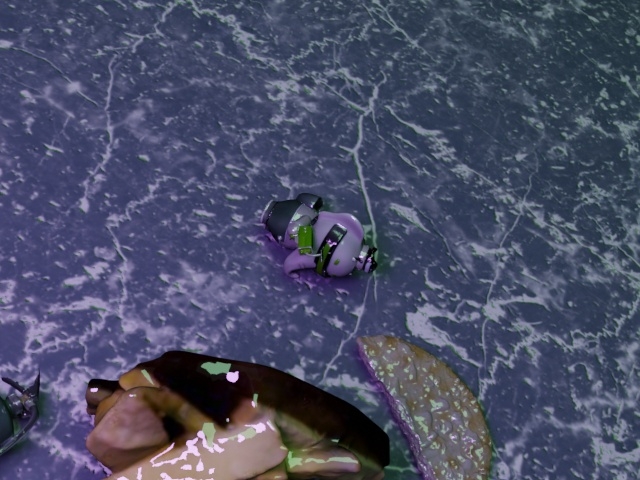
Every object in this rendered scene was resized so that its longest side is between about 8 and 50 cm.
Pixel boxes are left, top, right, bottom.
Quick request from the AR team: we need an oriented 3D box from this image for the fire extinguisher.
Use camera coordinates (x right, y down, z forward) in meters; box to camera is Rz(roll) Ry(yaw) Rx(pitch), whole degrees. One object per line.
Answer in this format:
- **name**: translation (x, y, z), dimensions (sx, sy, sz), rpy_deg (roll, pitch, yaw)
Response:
- **fire extinguisher**: translation (-0.452, 0.243, 1.139), dimensions (0.294, 0.093, 0.118), rpy_deg (-26, 43, -34)

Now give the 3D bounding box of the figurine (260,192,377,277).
- **figurine**: translation (0.000, 0.000, 1.450), dimensions (0.192, 0.147, 0.126), rpy_deg (23, 65, 12)

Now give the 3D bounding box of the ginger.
- **ginger**: translation (-0.135, 0.280, 1.110), dimensions (0.413, 0.358, 0.211), rpy_deg (28, 62, -34)

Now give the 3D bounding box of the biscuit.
- **biscuit**: translation (0.170, 0.251, 1.391), dimensions (0.141, 0.038, 0.290), rpy_deg (-17, 66, -30)
